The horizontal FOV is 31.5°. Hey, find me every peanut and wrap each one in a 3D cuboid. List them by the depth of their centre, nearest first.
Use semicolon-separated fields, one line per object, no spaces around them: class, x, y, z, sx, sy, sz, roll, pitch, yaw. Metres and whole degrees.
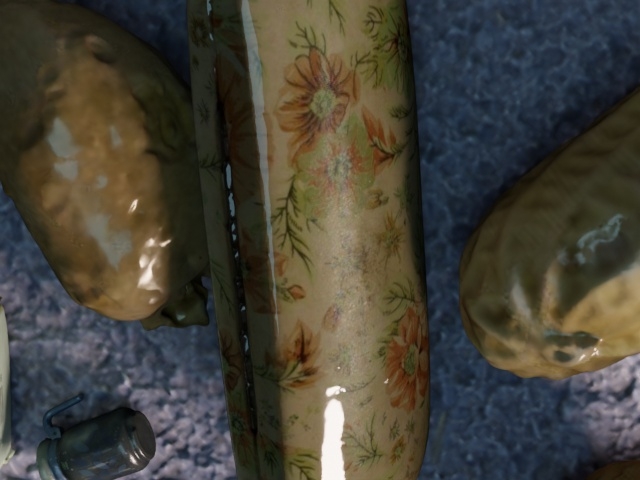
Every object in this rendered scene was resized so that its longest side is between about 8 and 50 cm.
peanut;0.226;-0.026;0.707;0.325;0.153;0.140;-33;108;21

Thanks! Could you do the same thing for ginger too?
ginger;-0.144;-0.055;0.732;0.267;0.138;0.152;49;144;-6

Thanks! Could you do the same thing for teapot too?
teapot;-0.170;0.150;0.845;0.083;0.049;0.064;-20;107;10

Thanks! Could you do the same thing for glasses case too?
glasses case;0.000;0.000;0.729;0.098;0.156;0.426;10;114;38

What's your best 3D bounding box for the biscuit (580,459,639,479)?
biscuit;0.261;0.276;0.773;0.376;0.051;0.269;-39;61;39

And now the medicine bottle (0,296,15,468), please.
medicine bottle;-0.356;0.120;0.802;0.250;0.137;0.141;3;108;2
